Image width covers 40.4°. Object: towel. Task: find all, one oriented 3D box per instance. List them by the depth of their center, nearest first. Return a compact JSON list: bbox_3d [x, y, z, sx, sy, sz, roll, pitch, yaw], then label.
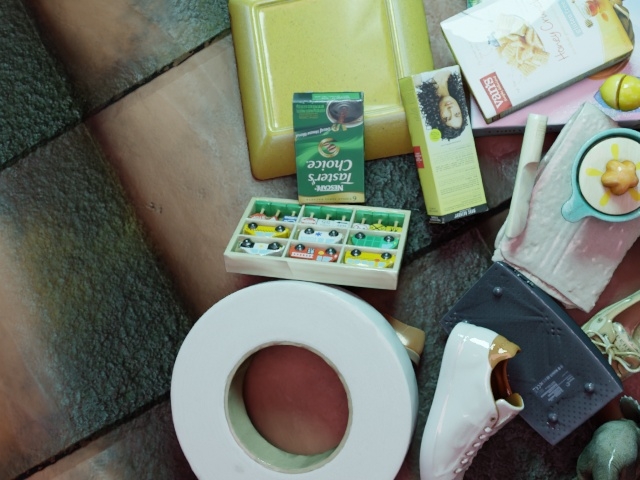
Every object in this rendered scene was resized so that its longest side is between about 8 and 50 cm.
[{"bbox_3d":[0.402,-0.045,1.329,0.187,0.049,0.282,32,97,-4],"label":"towel"}]

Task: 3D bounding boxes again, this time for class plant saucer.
[{"bbox_3d":[0.017,-0.293,1.431,0.332,0.081,0.333,-10,83,7],"label":"plant saucer"}]

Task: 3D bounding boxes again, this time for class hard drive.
[{"bbox_3d":[0.316,0.164,1.307,0.255,0.054,0.172,48,128,15],"label":"hard drive"}]

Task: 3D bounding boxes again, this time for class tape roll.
[{"bbox_3d":[-0.044,0.252,1.347,0.392,0.072,0.392,2,96,16],"label":"tape roll"}]

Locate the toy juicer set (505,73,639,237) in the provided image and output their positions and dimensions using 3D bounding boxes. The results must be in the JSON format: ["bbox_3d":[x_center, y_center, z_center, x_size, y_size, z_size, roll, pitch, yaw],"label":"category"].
[{"bbox_3d":[0.417,-0.130,1.249,0.329,0.089,0.209,-11,97,2],"label":"toy juicer set"}]

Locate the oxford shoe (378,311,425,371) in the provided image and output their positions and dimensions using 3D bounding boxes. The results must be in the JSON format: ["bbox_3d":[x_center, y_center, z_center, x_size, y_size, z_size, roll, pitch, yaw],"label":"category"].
[{"bbox_3d":[0.066,0.142,1.393,0.212,0.076,0.076,18,57,13],"label":"oxford shoe"}]

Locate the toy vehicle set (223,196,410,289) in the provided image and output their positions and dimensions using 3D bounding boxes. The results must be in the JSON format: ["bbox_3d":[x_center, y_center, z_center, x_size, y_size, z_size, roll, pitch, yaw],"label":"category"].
[{"bbox_3d":[0.000,0.000,1.368,0.267,0.166,0.035,5,126,9],"label":"toy vehicle set"}]

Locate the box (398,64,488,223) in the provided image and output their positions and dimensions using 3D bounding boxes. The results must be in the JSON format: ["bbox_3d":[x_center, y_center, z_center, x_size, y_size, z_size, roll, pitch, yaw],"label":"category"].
[{"bbox_3d":[0.191,-0.148,1.354,0.087,0.058,0.232,-17,99,-18],"label":"box"}]

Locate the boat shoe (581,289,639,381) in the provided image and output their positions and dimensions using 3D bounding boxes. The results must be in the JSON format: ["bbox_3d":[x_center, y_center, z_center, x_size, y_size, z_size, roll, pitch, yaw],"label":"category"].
[{"bbox_3d":[0.478,0.128,1.306,0.285,0.089,0.104,-44,80,3],"label":"boat shoe"}]

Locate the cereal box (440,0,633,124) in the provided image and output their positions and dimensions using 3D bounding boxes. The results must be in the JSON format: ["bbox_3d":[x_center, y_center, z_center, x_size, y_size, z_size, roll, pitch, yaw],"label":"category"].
[{"bbox_3d":[0.326,-0.306,1.329,0.240,0.047,0.173,-26,80,6],"label":"cereal box"}]

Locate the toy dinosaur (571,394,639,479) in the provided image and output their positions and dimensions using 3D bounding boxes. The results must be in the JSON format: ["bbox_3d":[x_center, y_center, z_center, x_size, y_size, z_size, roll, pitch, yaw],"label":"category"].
[{"bbox_3d":[0.415,0.316,1.241,0.121,0.313,0.160,21,112,36],"label":"toy dinosaur"}]

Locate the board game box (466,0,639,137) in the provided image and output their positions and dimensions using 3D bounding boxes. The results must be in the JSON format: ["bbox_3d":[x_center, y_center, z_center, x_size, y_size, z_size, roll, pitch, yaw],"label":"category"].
[{"bbox_3d":[0.393,-0.331,1.379,0.318,0.066,0.318,-2,84,9],"label":"board game box"}]

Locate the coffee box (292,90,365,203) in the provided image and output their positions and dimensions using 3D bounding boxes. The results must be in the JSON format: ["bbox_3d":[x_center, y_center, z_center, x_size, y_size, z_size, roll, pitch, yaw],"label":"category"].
[{"bbox_3d":[0.016,-0.145,1.378,0.113,0.040,0.184,0,124,2],"label":"coffee box"}]

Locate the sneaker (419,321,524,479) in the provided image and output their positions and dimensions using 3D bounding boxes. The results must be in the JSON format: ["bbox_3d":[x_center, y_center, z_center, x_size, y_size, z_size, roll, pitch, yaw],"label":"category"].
[{"bbox_3d":[0.228,0.276,1.291,0.123,0.106,0.290,16,103,28],"label":"sneaker"}]
